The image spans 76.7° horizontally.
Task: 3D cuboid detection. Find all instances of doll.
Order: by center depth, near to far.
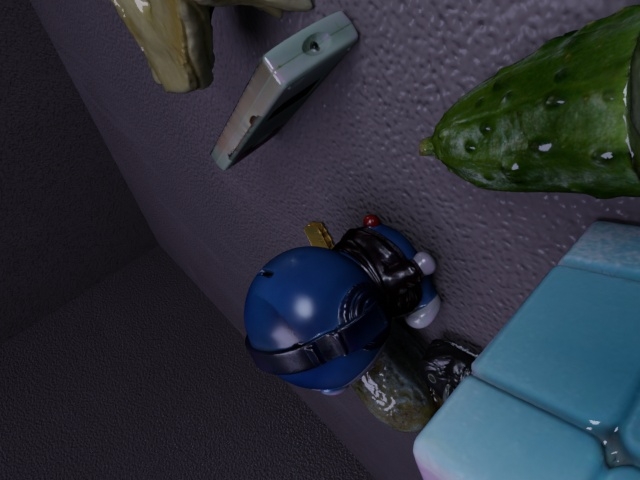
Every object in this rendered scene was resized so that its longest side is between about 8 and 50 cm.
[{"bbox_3d":[0.022,0.105,0.664,0.284,0.309,0.240,-5,118,61],"label":"doll"}]

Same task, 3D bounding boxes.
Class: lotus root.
[{"bbox_3d":[0.125,0.254,0.851,0.350,0.174,0.175,49,155,13],"label":"lotus root"}]

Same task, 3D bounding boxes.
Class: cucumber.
[{"bbox_3d":[0.181,-0.098,0.359,0.244,0.134,0.134,10,132,59],"label":"cucumber"}]

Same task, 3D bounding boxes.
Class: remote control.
[{"bbox_3d":[-0.078,-0.205,0.622,0.050,0.145,0.344,52,154,-10],"label":"remote control"}]

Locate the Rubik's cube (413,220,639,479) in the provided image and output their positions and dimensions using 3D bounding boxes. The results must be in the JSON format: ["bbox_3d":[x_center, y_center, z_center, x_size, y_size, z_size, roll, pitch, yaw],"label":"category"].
[{"bbox_3d":[0.313,0.212,0.305,0.315,0.321,0.319,18,138,52],"label":"Rubik's cube"}]

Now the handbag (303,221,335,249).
[{"bbox_3d":[0.000,0.000,0.893,0.061,0.027,0.083,5,127,58],"label":"handbag"}]

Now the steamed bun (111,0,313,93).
[{"bbox_3d":[-0.143,-0.366,0.464,0.247,0.189,0.428,36,157,23],"label":"steamed bun"}]

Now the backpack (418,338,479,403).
[{"bbox_3d":[0.249,0.251,0.709,0.165,0.106,0.120,21,144,44],"label":"backpack"}]
